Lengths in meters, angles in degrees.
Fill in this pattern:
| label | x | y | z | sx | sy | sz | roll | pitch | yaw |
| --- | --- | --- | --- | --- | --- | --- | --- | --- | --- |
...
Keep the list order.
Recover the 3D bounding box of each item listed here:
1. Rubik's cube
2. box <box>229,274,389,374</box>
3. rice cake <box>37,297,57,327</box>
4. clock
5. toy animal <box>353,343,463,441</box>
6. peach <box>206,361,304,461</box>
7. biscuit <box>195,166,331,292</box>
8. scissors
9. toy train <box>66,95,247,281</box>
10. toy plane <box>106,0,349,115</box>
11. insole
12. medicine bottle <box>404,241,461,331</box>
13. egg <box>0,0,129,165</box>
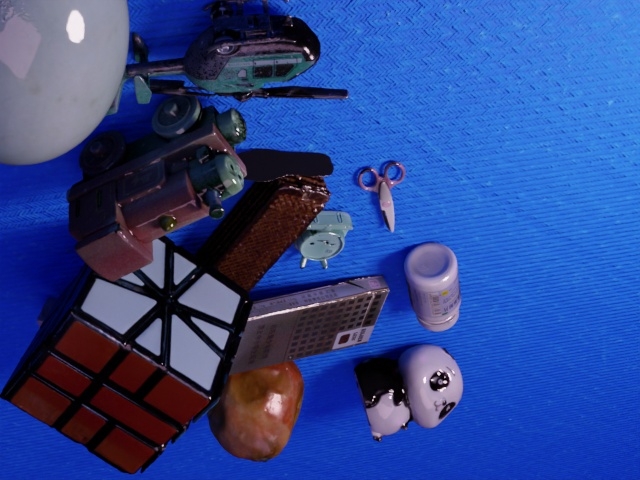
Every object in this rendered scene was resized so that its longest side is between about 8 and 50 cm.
| label | x | y | z | sx | sy | sz | roll | pitch | yaw |
| --- | --- | --- | --- | --- | --- | --- | --- | --- | --- |
| Rubik's cube | -0.325 | 0.181 | 1.765 | 0.293 | 0.288 | 0.283 | 38 | 123 | -14 |
| box | -0.032 | 0.168 | 2.028 | 0.324 | 0.047 | 0.180 | -11 | 141 | -26 |
| rice cake | -0.386 | 0.187 | 1.990 | 0.364 | 0.073 | 0.056 | 17 | 136 | -34 |
| clock | 0.000 | 0.000 | 1.889 | 0.101 | 0.041 | 0.135 | -1 | 141 | -15 |
| toy animal | 0.197 | 0.324 | 2.255 | 0.235 | 0.165 | 0.187 | -12 | 125 | 3 |
| peach | -0.134 | 0.349 | 2.142 | 0.214 | 0.236 | 0.214 | -2 | 148 | -1 |
| biscuit | -0.130 | 0.005 | 1.835 | 0.107 | 0.073 | 0.388 | 15 | 135 | -33 |
| scissors | 0.117 | -0.075 | 1.844 | 0.085 | 0.022 | 0.176 | -14 | 140 | 0 |
| toy train | -0.244 | -0.086 | 1.564 | 0.304 | 0.222 | 0.150 | -24 | 139 | 13 |
| toy plane | -0.150 | -0.253 | 1.472 | 0.381 | 0.106 | 0.155 | -7 | 141 | -5 |
| insole | -0.065 | -0.125 | 1.699 | 0.188 | 0.064 | 0.004 | -2 | 154 | -22 |
| medicine bottle | 0.224 | 0.095 | 2.025 | 0.102 | 0.103 | 0.187 | -14 | 142 | 1 |
| egg | -0.375 | -0.260 | 1.261 | 0.276 | 0.276 | 0.389 | 1 | 140 | -18 |
